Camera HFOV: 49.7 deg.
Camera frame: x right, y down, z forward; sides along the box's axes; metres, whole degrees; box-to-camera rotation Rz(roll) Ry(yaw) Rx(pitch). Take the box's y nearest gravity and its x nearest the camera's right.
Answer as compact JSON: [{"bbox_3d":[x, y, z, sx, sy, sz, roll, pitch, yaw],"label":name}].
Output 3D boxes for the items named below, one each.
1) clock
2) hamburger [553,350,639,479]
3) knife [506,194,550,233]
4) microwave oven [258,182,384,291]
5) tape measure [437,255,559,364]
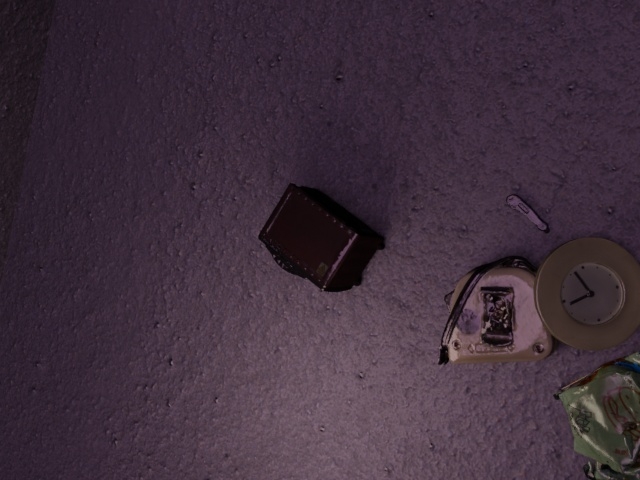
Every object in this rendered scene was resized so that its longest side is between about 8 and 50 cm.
[{"bbox_3d":[0.561,0.111,1.440,0.235,0.029,0.235,0,86,1],"label":"clock"},{"bbox_3d":[0.621,0.379,1.400,0.260,0.150,0.276,-24,79,28],"label":"hamburger"},{"bbox_3d":[0.467,-0.060,1.556,0.031,0.018,0.121,-47,70,13],"label":"knife"},{"bbox_3d":[0.000,-0.001,1.722,0.247,0.178,0.188,37,107,24],"label":"microwave oven"},{"bbox_3d":[0.377,0.158,1.546,0.271,0.133,0.231,-10,86,31],"label":"tape measure"}]
